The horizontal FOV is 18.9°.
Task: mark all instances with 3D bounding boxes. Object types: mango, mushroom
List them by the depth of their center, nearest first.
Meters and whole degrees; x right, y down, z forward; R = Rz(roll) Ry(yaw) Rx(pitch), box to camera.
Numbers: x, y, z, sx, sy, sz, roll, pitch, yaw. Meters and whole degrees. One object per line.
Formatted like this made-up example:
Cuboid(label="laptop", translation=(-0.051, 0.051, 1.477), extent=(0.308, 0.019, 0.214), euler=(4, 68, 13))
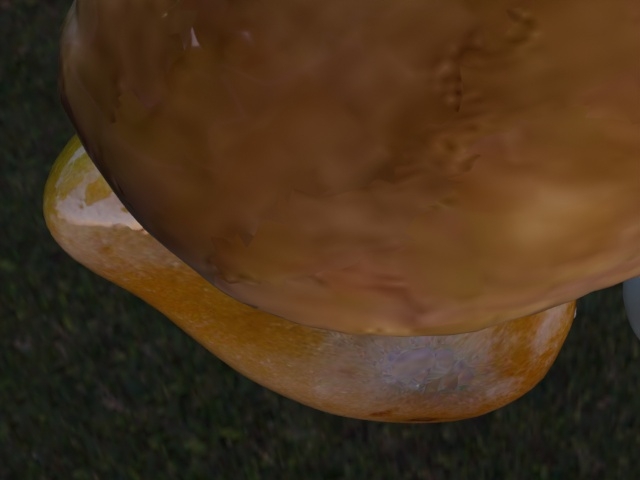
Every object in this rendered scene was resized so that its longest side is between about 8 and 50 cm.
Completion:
Cuboid(label="mushroom", translation=(0.102, -0.136, 0.491), extent=(0.397, 0.313, 0.224), euler=(-41, 80, -4))
Cuboid(label="mango", translation=(0.000, 0.000, 1.253), extent=(0.384, 0.221, 0.199), euler=(15, 32, -25))

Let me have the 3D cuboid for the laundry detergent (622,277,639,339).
Cuboid(label="laundry detergent", translation=(0.438, 0.061, 1.590), extent=(0.264, 0.398, 0.124), euler=(-9, 102, -12))
